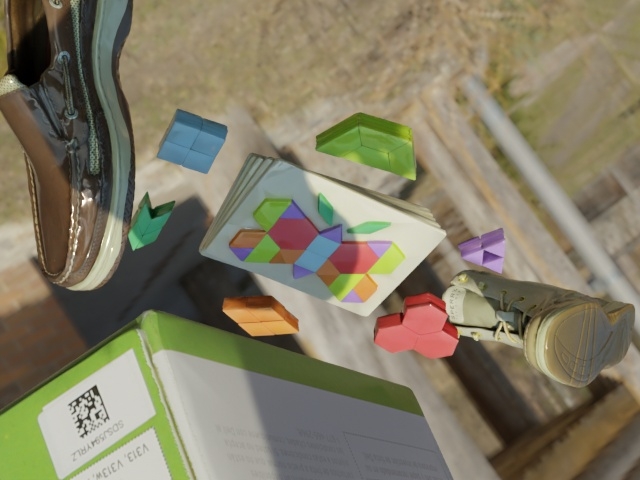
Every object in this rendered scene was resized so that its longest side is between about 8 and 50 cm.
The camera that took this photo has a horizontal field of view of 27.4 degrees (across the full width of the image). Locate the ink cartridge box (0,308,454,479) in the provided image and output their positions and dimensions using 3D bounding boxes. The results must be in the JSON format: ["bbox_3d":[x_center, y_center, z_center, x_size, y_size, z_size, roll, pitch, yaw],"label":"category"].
[{"bbox_3d":[0.003,0.166,0.428,0.097,0.255,0.189,-33,152,19],"label":"ink cartridge box"}]

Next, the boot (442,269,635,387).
[{"bbox_3d":[0.184,0.075,1.211,0.213,0.165,0.077,-3,104,-60],"label":"boot"}]

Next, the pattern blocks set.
[{"bbox_3d":[0.000,0.000,1.134,0.285,0.325,0.026,111,-13,-46],"label":"pattern blocks set"}]

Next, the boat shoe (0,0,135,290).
[{"bbox_3d":[-0.188,-0.094,0.895,0.095,0.257,0.095,2,174,-40],"label":"boat shoe"}]
